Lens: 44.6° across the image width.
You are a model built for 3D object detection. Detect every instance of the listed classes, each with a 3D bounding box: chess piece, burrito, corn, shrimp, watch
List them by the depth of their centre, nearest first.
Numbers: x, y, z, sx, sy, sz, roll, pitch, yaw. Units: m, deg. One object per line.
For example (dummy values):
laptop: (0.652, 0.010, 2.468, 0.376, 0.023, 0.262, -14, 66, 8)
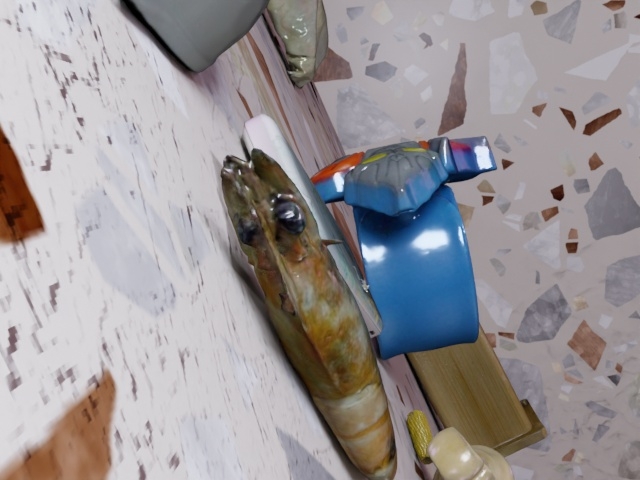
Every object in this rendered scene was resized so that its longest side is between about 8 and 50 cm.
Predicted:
shrimp: (-0.002, 0.040, 0.530, 0.169, 0.058, 0.296, -109, 178, -55)
corn: (0.125, 0.243, 0.973, 0.083, 0.027, 0.028, -101, -161, -56)
chess piece: (0.223, 0.356, 0.989, 0.117, 0.117, 0.397, -106, 169, -50)
watch: (0.121, 0.013, 0.989, 0.305, 0.241, 0.275, -51, 131, -83)
burrito: (-0.063, -0.492, 1.627, 0.190, 0.135, 0.332, -117, -176, -70)

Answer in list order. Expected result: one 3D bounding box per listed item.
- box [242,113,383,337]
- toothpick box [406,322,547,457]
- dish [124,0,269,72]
box: (0.000, 0.000, 0.752, 0.142, 0.044, 0.285, 65, 5, 26)
toothpick box: (0.276, 0.260, 1.515, 0.308, 0.187, 0.190, 62, 7, -4)
dish: (-0.098, -0.267, 0.543, 0.303, 0.120, 0.303, -24, 90, -85)
